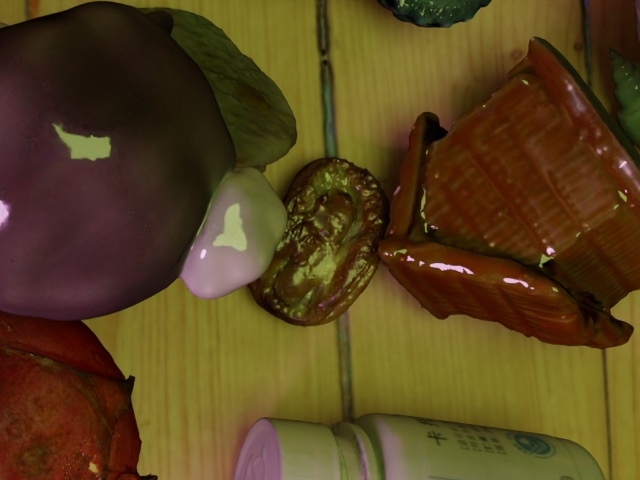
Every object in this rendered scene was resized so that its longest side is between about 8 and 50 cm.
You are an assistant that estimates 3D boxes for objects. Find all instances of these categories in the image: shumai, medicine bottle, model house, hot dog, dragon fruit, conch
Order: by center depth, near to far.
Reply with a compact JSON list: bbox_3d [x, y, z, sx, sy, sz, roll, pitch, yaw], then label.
[{"bbox_3d":[-0.273,0.162,1.191,0.301,0.295,0.296,-17,99,-45],"label":"dragon fruit"},{"bbox_3d":[-0.117,-0.087,1.338,0.201,0.201,0.120,21,125,-21],"label":"shumai"},{"bbox_3d":[0.079,0.230,1.394,0.293,0.170,0.170,9,89,-20],"label":"medicine bottle"},{"bbox_3d":[0.001,0.001,1.409,0.099,0.065,0.147,34,82,-9],"label":"hot dog"},{"bbox_3d":[0.175,-0.013,1.434,0.229,0.199,0.220,-33,63,8],"label":"model house"},{"bbox_3d":[0.312,-0.111,1.510,0.180,0.088,0.065,43,69,-26],"label":"conch"}]

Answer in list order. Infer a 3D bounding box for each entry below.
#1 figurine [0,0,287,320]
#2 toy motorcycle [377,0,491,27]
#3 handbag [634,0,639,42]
[{"bbox_3d":[-0.220,-0.062,1.173,0.218,0.365,0.206,-29,118,-35],"label":"figurine"},{"bbox_3d":[-0.018,-0.317,1.339,0.410,0.168,0.237,14,94,-26],"label":"toy motorcycle"},{"bbox_3d":[0.375,-0.152,1.477,0.316,0.109,0.253,44,35,-18],"label":"handbag"}]
